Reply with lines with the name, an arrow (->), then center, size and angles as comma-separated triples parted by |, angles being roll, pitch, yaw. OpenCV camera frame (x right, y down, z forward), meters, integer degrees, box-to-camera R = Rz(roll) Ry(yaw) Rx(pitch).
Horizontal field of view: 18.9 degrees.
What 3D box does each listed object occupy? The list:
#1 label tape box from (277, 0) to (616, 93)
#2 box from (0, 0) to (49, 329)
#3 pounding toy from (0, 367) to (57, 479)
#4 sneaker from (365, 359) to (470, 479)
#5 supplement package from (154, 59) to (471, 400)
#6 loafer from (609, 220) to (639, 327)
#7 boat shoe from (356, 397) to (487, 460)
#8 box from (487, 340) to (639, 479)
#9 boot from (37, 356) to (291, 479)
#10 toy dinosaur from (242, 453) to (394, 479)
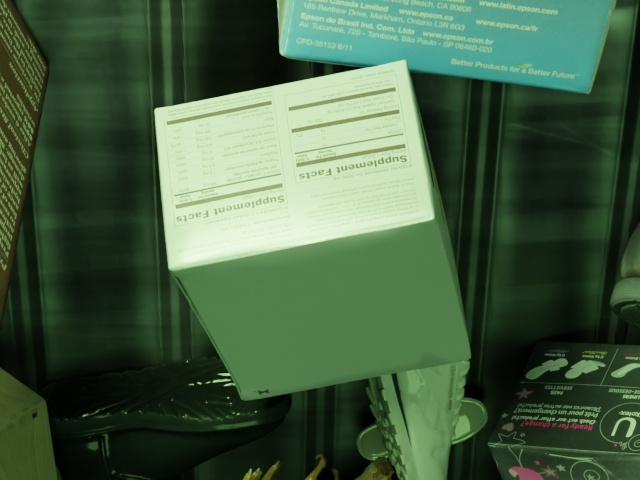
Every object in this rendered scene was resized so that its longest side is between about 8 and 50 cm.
label tape box -> 0.114, -0.294, 1.431 | 0.249, 0.115, 0.347 | 7, 122, -6
box -> -0.311, -0.075, 1.397 | 0.143, 0.381, 0.191 | -19, 124, 11
pounding toy -> -0.324, 0.136, 1.715 | 0.094, 0.181, 0.206 | -30, 134, -34
sneaker -> 0.093, 0.134, 1.726 | 0.095, 0.090, 0.235 | -17, 113, -13
supplement package -> 0.000, 0.000, 1.549 | 0.204, 0.145, 0.262 | -11, 152, 5
loafer -> 0.399, 0.063, 1.704 | 0.303, 0.095, 0.109 | 21, 160, -18
boat shoe -> 0.095, 0.174, 1.800 | 0.125, 0.038, 0.046 | -21, 92, 7
box -> 0.275, 0.229, 1.753 | 0.163, 0.142, 0.247 | 0, 130, 31
boot -> -0.131, 0.219, 1.783 | 0.247, 0.094, 0.207 | -6, 122, 10
toy dinosaur -> -0.027, 0.258, 1.731 | 0.211, 0.112, 0.064 | -45, 159, -3
